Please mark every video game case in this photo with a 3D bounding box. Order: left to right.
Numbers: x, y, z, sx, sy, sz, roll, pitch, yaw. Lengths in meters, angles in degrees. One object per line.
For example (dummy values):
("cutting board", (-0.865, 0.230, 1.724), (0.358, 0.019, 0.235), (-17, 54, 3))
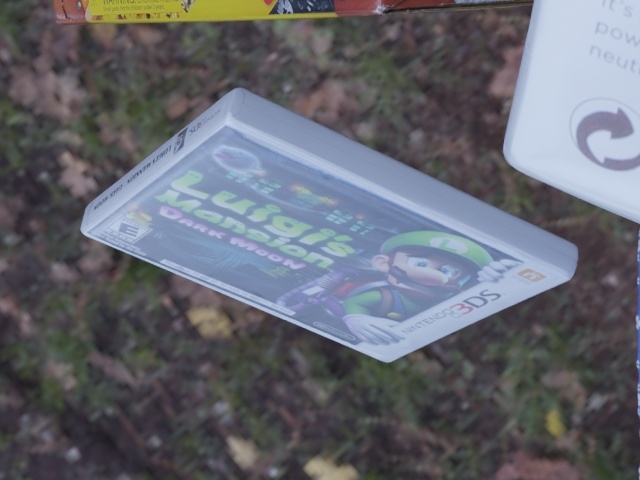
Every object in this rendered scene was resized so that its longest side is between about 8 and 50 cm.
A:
("video game case", (0.000, 0.000, 0.928), (0.190, 0.022, 0.173), (24, 152, -21))

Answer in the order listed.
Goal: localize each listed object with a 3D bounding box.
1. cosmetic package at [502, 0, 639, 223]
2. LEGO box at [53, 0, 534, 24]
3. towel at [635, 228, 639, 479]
("cosmetic package", (0.197, -0.217, 0.494), (0.161, 0.230, 0.453), (24, 137, 17))
("LEGO box", (-0.032, -0.365, 1.512), (0.500, 0.193, 0.372), (7, 103, 55))
("towel", (0.255, 0.139, 0.831), (0.243, 0.040, 0.336), (2, 97, 36))
